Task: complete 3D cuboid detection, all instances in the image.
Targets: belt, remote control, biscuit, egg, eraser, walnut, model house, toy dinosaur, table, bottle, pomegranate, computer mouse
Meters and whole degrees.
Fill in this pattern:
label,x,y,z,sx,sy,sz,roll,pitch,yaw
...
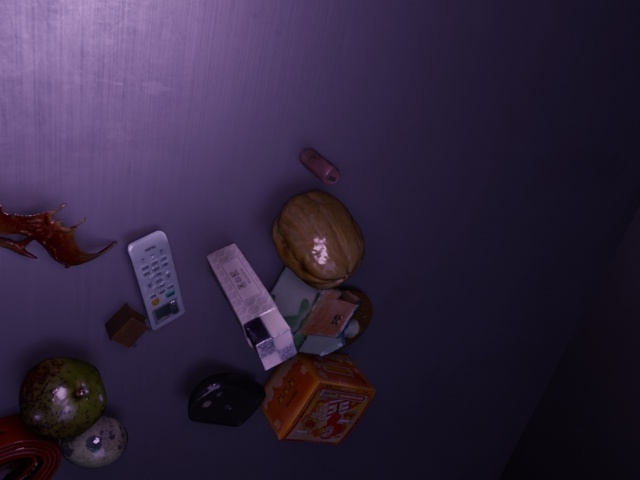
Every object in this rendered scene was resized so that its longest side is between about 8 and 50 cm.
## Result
label,x,y,z,sx,sy,sz,roll,pitch,yaw
belt,-0.861,0.604,1.532,0.323,0.115,0.227,-33,130,-12
remote control,-0.431,0.106,1.513,0.103,0.051,0.294,-29,134,-30
biscuit,0.060,0.270,1.954,0.261,0.037,0.262,-15,126,-23
egg,-0.640,0.575,1.634,0.181,0.141,0.141,3,118,-33
eraser,-0.185,0.154,1.466,0.098,0.404,0.097,-25,127,-14
walnut,0.000,0.000,1.575,0.282,0.283,0.228,-10,142,-27
model house,0.006,0.233,1.793,0.324,0.194,0.267,21,106,-43
toy dinosaur,-0.604,-0.039,1.287,0.327,0.113,0.206,17,136,-28
table,-0.509,0.231,1.535,0.083,0.070,0.082,-46,133,1
bottle,-0.003,-0.196,1.526,0.053,0.140,0.053,-17,128,-24
pomegranate,-0.683,0.408,1.484,0.247,0.215,0.214,-19,142,29
computer mouse,-0.310,0.496,1.825,0.170,0.100,0.269,-47,138,9

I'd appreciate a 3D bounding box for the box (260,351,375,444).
label,x,y,z,sx,sy,sz,roll,pitch,yaw
box,-0.014,0.533,1.969,0.283,0.214,0.260,21,109,-41
